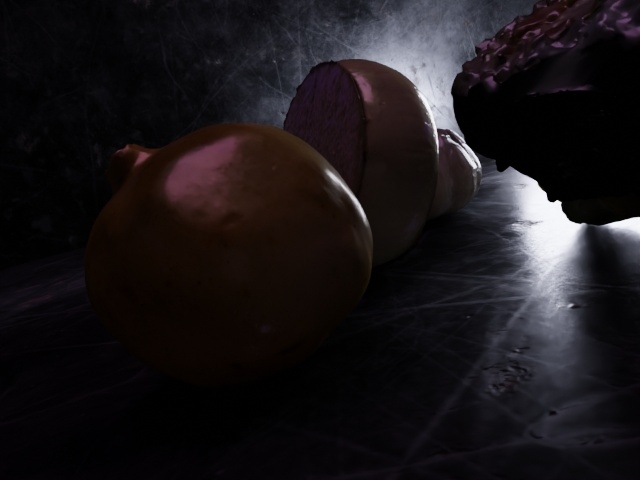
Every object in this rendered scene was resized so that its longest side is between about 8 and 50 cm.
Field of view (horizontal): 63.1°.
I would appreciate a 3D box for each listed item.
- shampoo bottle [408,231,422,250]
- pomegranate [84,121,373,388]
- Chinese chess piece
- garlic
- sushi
[{"bbox_3d":[0.064,-0.030,0.811,0.068,0.067,0.236,0,9,-25],"label":"shampoo bottle"},{"bbox_3d":[-0.076,0.014,0.440,0.232,0.233,0.233,-15,10,3],"label":"pomegranate"},{"bbox_3d":[0.034,-0.095,0.680,0.112,0.270,0.270,2,1,-27],"label":"Chinese chess piece"},{"bbox_3d":[0.167,-0.111,0.906,0.227,0.152,0.228,-19,10,3],"label":"garlic"},{"bbox_3d":[0.334,-0.135,0.517,0.329,0.285,0.327,-45,18,-26],"label":"sushi"}]
